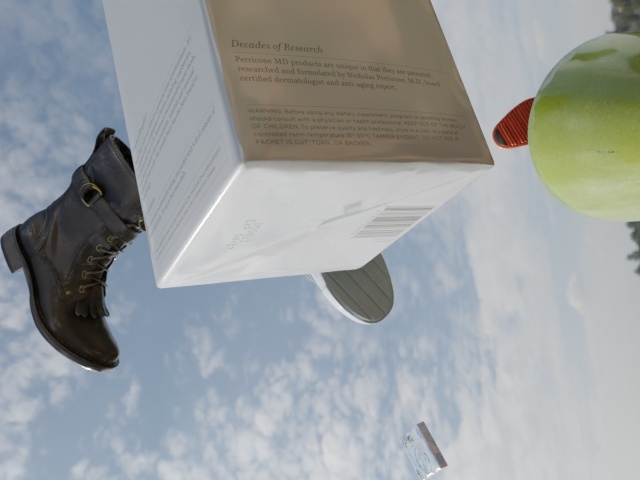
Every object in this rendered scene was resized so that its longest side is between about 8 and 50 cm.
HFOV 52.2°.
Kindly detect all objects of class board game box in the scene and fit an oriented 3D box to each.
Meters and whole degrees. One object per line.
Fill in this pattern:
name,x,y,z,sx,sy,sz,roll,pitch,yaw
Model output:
board game box,0.195,0.403,1.246,0.020,0.090,0.090,-15,-117,-27

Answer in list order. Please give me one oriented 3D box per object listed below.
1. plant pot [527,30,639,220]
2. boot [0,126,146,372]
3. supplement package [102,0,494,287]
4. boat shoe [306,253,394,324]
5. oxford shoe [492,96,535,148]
plant pot,0.441,-0.140,0.817,0.293,0.274,0.275,-89,-11,-80
boot,-0.279,0.012,0.849,0.263,0.229,0.091,55,-170,7
supplement package,-0.038,-0.138,0.466,0.175,0.177,0.293,-4,-112,-31
boat shoe,0.000,0.000,1.000,0.109,0.094,0.302,-40,-80,-18
oxford shoe,0.509,-0.282,1.444,0.097,0.271,0.098,63,-167,4
